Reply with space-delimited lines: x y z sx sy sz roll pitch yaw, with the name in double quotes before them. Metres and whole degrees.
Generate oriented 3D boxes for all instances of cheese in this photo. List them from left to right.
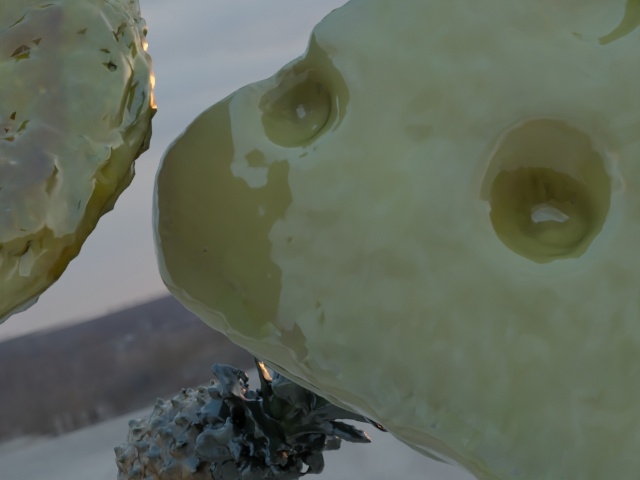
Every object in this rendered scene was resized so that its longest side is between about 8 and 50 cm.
"cheese" 0.152 -0.046 0.735 0.384 0.384 0.104 -17 -17 16

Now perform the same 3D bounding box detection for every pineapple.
"pineapple" -0.066 0.191 1.616 0.169 0.169 0.340 -17 -8 -33

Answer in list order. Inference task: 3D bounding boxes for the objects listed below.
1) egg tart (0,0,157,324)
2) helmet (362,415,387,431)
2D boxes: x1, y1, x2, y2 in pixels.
"egg tart" -0.226 -0.041 0.711 0.341 0.341 0.129 -17 -41 -16
"helmet" 0.000 0.000 1.321 0.160 0.279 0.230 3 1 21
